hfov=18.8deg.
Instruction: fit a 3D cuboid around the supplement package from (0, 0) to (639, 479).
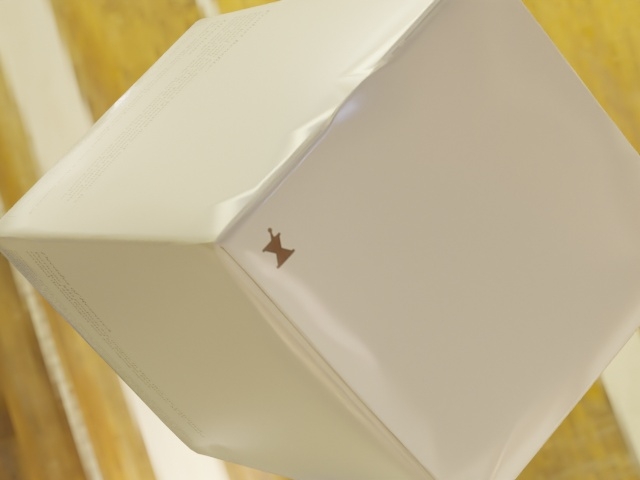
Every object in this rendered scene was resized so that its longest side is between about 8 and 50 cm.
[{"bbox_3d":[0.000,0.000,0.920,0.175,0.177,0.293,49,-19,-19],"label":"supplement package"}]
